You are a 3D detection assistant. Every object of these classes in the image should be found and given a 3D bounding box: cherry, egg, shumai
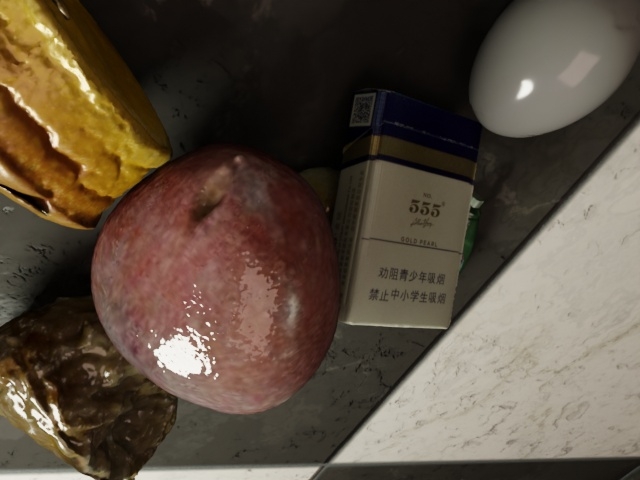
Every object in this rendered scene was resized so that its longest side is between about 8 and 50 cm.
[{"bbox_3d":[-0.099,0.033,0.605,0.221,0.261,0.307,-41,157,-48],"label":"cherry"},{"bbox_3d":[0.248,-0.197,0.649,0.146,0.146,0.199,24,128,-38],"label":"egg"},{"bbox_3d":[-0.261,0.142,0.796,0.283,0.217,0.346,-53,150,-14],"label":"shumai"}]

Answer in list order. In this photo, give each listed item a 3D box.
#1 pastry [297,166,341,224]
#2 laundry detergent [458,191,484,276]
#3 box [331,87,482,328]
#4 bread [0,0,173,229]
[{"bbox_3d":[0.000,0.000,0.777,0.182,0.093,0.192,-19,136,-2],"label":"pastry"},{"bbox_3d":[0.160,0.014,0.881,0.137,0.063,0.211,15,125,-26],"label":"laundry detergent"},{"bbox_3d":[0.095,-0.031,0.700,0.168,0.071,0.259,9,90,-35],"label":"box"},{"bbox_3d":[-0.235,-0.129,0.481,0.143,0.195,0.269,-33,144,-1],"label":"bread"}]
